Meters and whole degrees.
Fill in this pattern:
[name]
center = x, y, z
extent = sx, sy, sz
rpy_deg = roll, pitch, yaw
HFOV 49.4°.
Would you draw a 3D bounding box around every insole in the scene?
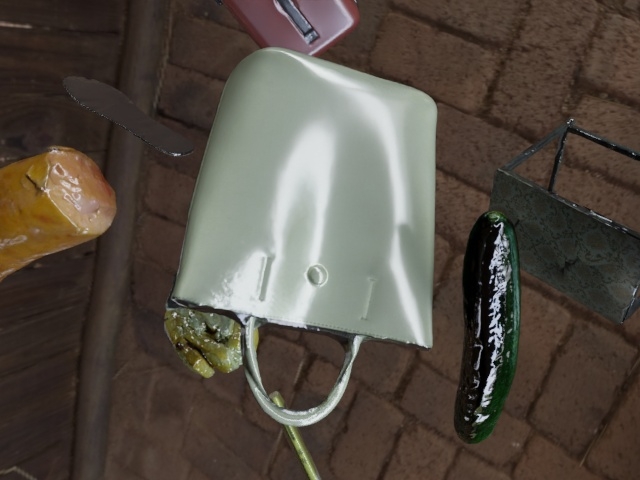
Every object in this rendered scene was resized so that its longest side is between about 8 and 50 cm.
[insole]
center = -0.388, -0.251, 1.382
extent = 0.348, 0.119, 0.009
rpy_deg = 33, 123, 21

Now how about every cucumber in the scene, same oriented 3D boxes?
[cucumber]
center = 0.151, 0.088, 0.630
extent = 0.056, 0.056, 0.284
rpy_deg = 19, 131, 29

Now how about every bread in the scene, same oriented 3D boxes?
[bread]
center = -0.153, 0.126, 0.981
extent = 0.156, 0.118, 0.064
rpy_deg = 38, 152, 49

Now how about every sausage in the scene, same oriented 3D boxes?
[sausage]
center = -0.330, -0.004, 0.706
extent = 0.271, 0.109, 0.108
rpy_deg = -25, 86, 29

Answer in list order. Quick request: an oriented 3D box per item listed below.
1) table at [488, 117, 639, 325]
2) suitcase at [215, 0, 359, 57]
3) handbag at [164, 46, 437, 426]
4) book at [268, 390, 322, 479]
[table]
center = 0.565, -0.052, 1.441
extent = 0.335, 0.272, 0.222
rpy_deg = 35, 143, 33
[suitcase]
center = -0.075, -0.517, 1.437
extent = 0.236, 0.297, 0.161
rpy_deg = -32, 38, 17
[handbag]
center = 0.000, 0.000, 0.610
extent = 0.109, 0.241, 0.315
rpy_deg = 143, 137, -65
[book]
center = -0.025, 0.493, 1.501
extent = 0.035, 0.239, 0.352
rpy_deg = -25, 83, -9
